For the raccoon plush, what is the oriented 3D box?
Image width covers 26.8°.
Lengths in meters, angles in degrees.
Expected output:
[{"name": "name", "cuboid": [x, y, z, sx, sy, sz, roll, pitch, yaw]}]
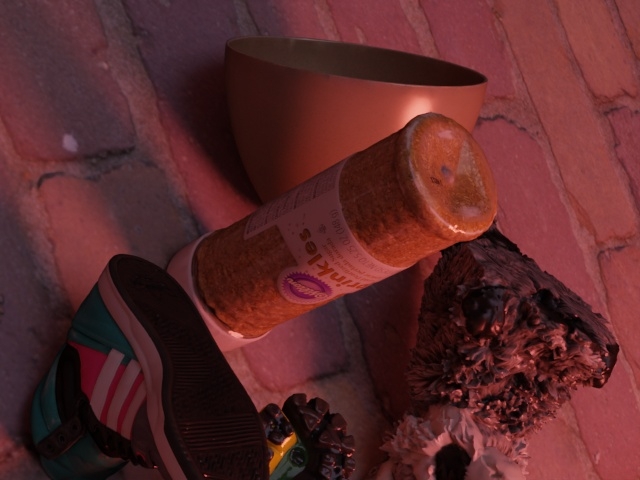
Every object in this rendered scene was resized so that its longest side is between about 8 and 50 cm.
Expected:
[{"name": "raccoon plush", "cuboid": [0.164, 0.151, 1.561, 0.216, 0.299, 0.446, 30, 17, -12]}]

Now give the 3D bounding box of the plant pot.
[{"name": "plant pot", "cuboid": [0.026, -0.104, 1.463, 0.284, 0.284, 0.191, -8, 112, -47]}]

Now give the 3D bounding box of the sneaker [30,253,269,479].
[{"name": "sneaker", "cuboid": [-0.162, 0.169, 1.163, 0.124, 0.178, 0.295, 17, 29, -39]}]

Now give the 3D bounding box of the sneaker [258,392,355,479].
[{"name": "sneaker", "cuboid": [-0.094, 0.299, 1.202, 0.134, 0.146, 0.343, 41, 61, 2]}]

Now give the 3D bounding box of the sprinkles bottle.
[{"name": "sprinkles bottle", "cuboid": [0.000, 0.000, 1.280, 0.121, 0.355, 0.121, 22, 55, -36]}]
